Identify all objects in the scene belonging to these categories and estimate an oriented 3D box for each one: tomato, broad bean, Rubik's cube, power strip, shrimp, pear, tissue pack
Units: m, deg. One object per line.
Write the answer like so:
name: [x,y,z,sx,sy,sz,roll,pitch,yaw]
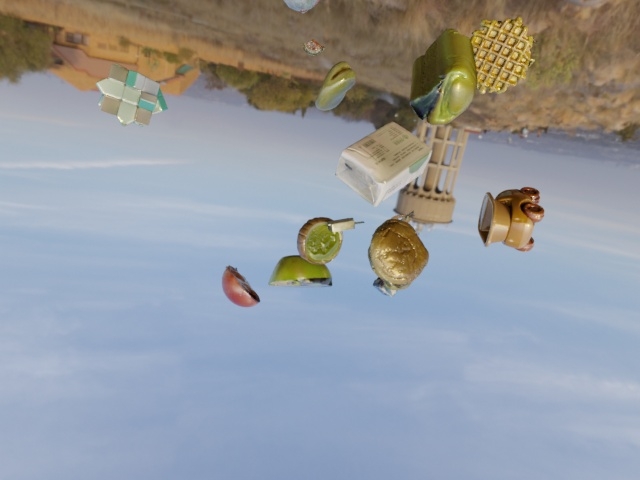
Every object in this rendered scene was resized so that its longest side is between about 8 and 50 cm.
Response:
tomato: [-0.386,0.223,1.918,0.228,0.112,0.199,48,176,33]
broad bean: [0.070,-0.730,2.038,0.189,0.263,0.121,-31,-107,-39]
Rubik's cube: [-0.738,-0.552,1.649,0.265,0.224,0.213,23,-177,-32]
power strip: [0.114,-0.072,1.882,0.175,0.042,0.075,-10,-165,-12]
shrimp: [0.463,-0.124,2.370,0.099,0.180,0.041,33,-129,-17]
pear: [-0.114,0.178,2.441,0.399,0.165,0.399,0,170,0]
tissue pack: [0.279,-0.346,1.882,0.357,0.193,0.266,-35,-115,-28]

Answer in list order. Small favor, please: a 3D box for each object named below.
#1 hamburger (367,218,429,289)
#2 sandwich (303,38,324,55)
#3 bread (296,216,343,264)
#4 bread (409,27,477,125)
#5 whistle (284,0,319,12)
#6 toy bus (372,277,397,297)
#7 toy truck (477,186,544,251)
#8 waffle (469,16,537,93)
hamburger: [0.328,0.054,1.766,0.284,0.134,0.265,51,-129,-3]
sandwich: [-0.038,-0.947,2.067,0.101,0.069,0.026,30,-154,-10]
bread: [0.000,0.000,1.961,0.236,0.235,0.070,0,-168,-33]
bread: [0.470,-0.601,1.581,0.208,0.251,0.376,34,-135,-19]
whistle: [-0.018,-0.937,1.533,0.348,0.189,0.189,-28,-144,-30]
toy bus: [0.422,0.165,2.307,0.106,0.297,0.131,40,174,-19]
toy truck: [0.758,-0.086,1.680,0.212,0.204,0.288,8,-143,10]
waffle: [0.772,-0.793,1.825,0.330,0.329,0.062,15,-145,14]
